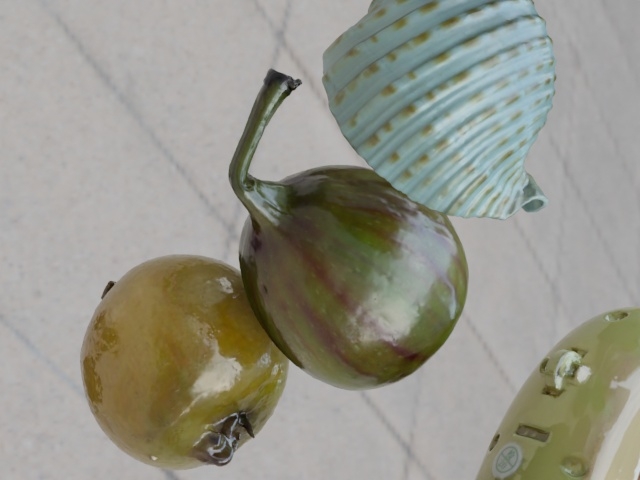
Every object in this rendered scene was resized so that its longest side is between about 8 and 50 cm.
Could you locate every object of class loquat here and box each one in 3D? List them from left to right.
[{"bbox_3d":[-0.094,0.086,0.987,0.137,0.163,0.163,29,56,-64],"label":"loquat"}]

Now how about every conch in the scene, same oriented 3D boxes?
[{"bbox_3d":[0.069,-0.092,0.772,0.153,0.135,0.102,57,-33,38],"label":"conch"}]

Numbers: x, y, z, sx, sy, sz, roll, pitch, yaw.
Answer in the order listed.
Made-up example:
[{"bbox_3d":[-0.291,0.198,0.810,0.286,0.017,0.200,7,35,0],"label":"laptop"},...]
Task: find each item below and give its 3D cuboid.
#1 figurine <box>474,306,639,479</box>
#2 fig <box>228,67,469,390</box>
[{"bbox_3d":[0.211,0.205,1.090,0.222,0.124,0.324,38,72,-33],"label":"figurine"},{"bbox_3d":[0.008,0.012,0.888,0.186,0.148,0.142,24,32,-43],"label":"fig"}]
